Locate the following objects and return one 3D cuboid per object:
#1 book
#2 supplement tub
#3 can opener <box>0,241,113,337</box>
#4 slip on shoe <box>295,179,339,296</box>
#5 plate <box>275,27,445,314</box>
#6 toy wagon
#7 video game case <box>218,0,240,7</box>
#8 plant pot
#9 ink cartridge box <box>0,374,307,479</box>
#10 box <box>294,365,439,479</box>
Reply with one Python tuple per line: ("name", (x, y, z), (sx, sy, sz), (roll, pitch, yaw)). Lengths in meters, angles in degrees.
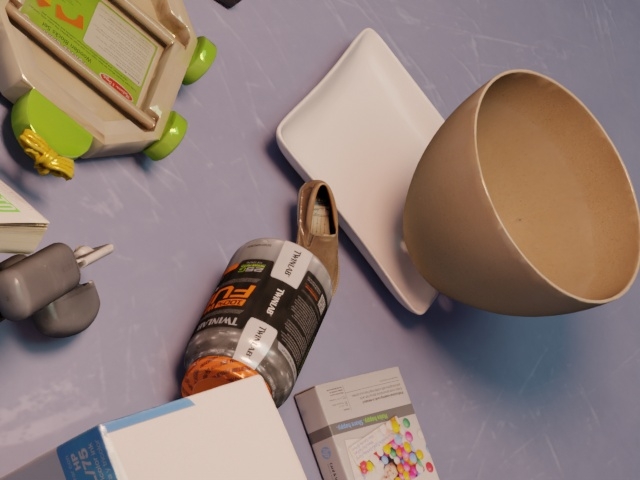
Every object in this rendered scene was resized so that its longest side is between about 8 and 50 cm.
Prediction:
("book", (-0.310, -0.030, 1.545), (0.096, 0.035, 0.144), (42, 20, 26))
("supplement tub", (-0.067, 0.097, 1.880), (0.117, 0.117, 0.190), (45, 41, -19))
("can opener", (-0.247, 0.054, 1.667), (0.283, 0.076, 0.095), (-47, 119, -78))
("slip on shoe", (0.000, 0.000, 2.040), (0.051, 0.041, 0.135), (2, 85, -21))
("plate", (0.076, -0.082, 2.194), (0.277, 0.045, 0.278), (51, 41, -12))
("toy wagon", (-0.248, -0.191, 1.892), (0.267, 0.068, 0.344), (39, 45, -25))
("video game case", (-0.183, -0.433, 2.126), (0.275, 0.035, 0.248), (31, 49, -32))
("plant pot", (0.205, -0.028, 2.116), (0.284, 0.191, 0.284), (25, 51, -36))
("ink cartridge box", (-0.162, 0.265, 1.560), (0.198, 0.270, 0.197), (-13, 77, -50))
("box", (0.059, 0.238, 1.997), (0.145, 0.038, 0.186), (-7, 75, -48))
